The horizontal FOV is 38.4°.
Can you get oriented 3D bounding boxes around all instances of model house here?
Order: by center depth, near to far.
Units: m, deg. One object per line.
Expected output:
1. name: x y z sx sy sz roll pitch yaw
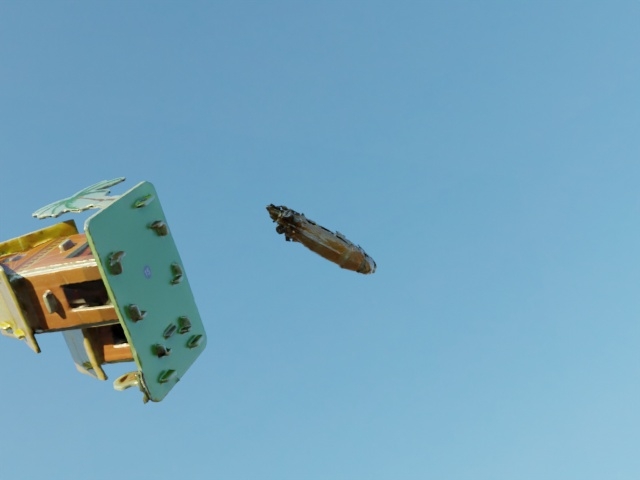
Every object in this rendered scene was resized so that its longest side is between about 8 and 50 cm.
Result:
1. model house: -0.372 0.071 1.507 0.324 0.340 0.300 -9 -70 21

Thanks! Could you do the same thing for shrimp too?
1. shrimp: 0.000 0.000 1.223 0.184 0.091 0.043 28 -79 -33
